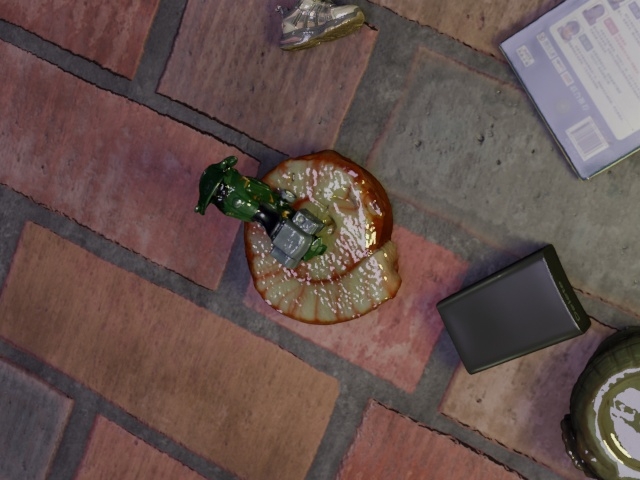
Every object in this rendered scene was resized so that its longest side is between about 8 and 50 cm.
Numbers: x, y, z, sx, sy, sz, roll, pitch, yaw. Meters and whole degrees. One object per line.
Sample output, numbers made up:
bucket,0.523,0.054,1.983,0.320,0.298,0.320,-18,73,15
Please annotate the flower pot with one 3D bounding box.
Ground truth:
flower pot,0.567,0.303,1.801,0.302,0.213,0.301,2,97,20

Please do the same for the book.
book,0.563,-0.335,1.816,0.428,0.039,0.300,-31,86,20

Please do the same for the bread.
bread,-0.004,-0.002,2.018,0.295,0.114,0.327,-12,93,22

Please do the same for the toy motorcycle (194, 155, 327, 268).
toy motorcycle,-0.114,-0.057,1.894,0.275,0.187,0.124,37,107,14

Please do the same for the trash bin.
trash bin,0.347,0.130,1.912,0.226,0.115,0.165,-27,87,22

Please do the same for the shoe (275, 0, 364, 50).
shoe,-0.004,-0.422,1.984,0.180,0.089,0.092,-15,89,28
